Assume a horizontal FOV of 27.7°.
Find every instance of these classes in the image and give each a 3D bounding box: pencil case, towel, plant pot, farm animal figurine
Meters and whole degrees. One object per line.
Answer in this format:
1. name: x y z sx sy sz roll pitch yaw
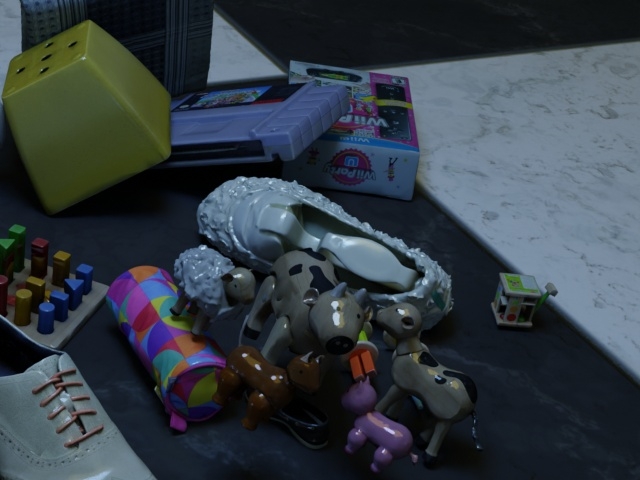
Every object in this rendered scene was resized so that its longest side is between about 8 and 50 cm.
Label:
1. pencil case: -0.192 0.130 1.638 0.104 0.104 0.236 -7 35 -26
2. towel: -0.324 -0.318 2.080 0.312 0.324 0.056 -16 62 -18
3. plant pot: -0.363 -0.201 1.951 0.212 0.187 0.212 -25 32 10
4. farm animal figurine: 0.019 0.113 1.561 0.330 0.172 0.327 14 24 -37

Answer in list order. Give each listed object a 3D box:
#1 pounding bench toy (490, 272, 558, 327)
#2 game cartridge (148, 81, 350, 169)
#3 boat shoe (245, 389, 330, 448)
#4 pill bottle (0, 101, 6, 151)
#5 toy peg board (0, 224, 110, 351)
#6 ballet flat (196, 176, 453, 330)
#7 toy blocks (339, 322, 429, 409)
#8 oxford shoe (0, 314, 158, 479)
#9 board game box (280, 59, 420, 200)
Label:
1. pounding bench toy: 0.295 0.091 1.873 0.083 0.065 0.052 5 31 -9
2. game cartridge: -0.153 -0.183 2.066 0.355 0.068 0.230 -2 28 27
3. boat shoe: -0.040 0.207 1.612 0.133 0.042 0.049 31 39 33
4. pill bottle: -0.620 -0.120 1.811 0.204 0.204 0.361 22 33 18
5. toy peg board: -0.382 0.056 1.715 0.160 0.079 0.161 17 32 11
6. ballet flat: 0.000 0.000 1.835 0.409 0.147 0.147 22 33 16
7. toy blocks: 0.089 0.165 1.703 0.123 0.054 0.148 3 33 -14
8. oxford shoe: -0.294 0.212 1.422 0.397 0.146 0.140 31 34 28
9. board game box: 0.048 -0.194 2.233 0.224 0.097 0.303 7 32 -5
